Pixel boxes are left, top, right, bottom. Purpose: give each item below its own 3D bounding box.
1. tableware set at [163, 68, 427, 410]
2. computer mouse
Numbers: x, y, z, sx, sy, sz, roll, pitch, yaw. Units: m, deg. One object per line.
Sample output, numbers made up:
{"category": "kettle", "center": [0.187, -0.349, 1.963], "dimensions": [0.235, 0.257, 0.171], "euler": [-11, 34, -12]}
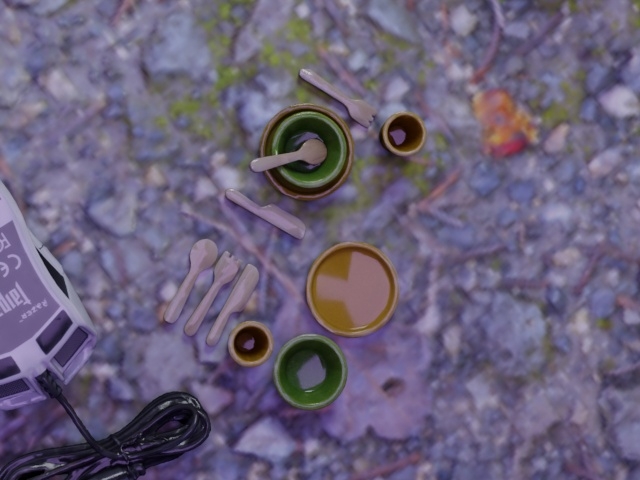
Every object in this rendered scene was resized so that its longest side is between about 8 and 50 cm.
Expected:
{"category": "tableware set", "center": [0.000, 0.000, 0.763], "dimensions": [0.104, 0.024, 0.154], "euler": [31, 83, -10]}
{"category": "computer mouse", "center": [-0.142, 0.038, 0.726], "dimensions": [0.106, 0.042, 0.193], "euler": [-32, 101, -6]}
